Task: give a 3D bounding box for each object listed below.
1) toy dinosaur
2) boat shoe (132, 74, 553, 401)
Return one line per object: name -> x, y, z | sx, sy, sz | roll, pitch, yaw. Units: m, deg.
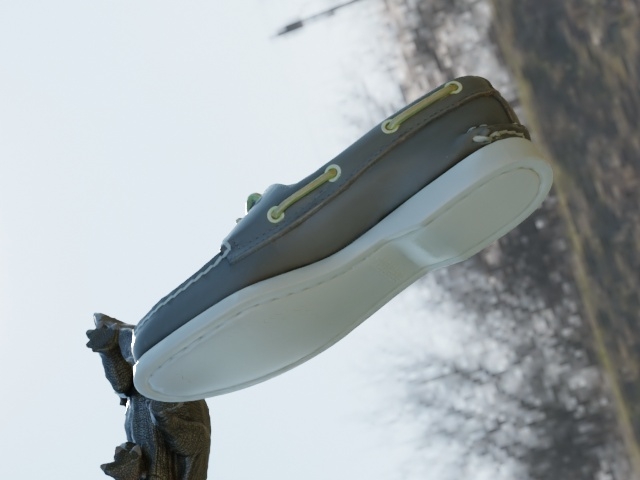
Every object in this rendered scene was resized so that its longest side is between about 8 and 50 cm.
toy dinosaur -> -0.130, 0.163, 1.288 | 0.160, 0.121, 0.313 | 71, -175, -53
boat shoe -> 0.002, 0.002, 1.017 | 0.091, 0.305, 0.109 | 63, -171, 30
